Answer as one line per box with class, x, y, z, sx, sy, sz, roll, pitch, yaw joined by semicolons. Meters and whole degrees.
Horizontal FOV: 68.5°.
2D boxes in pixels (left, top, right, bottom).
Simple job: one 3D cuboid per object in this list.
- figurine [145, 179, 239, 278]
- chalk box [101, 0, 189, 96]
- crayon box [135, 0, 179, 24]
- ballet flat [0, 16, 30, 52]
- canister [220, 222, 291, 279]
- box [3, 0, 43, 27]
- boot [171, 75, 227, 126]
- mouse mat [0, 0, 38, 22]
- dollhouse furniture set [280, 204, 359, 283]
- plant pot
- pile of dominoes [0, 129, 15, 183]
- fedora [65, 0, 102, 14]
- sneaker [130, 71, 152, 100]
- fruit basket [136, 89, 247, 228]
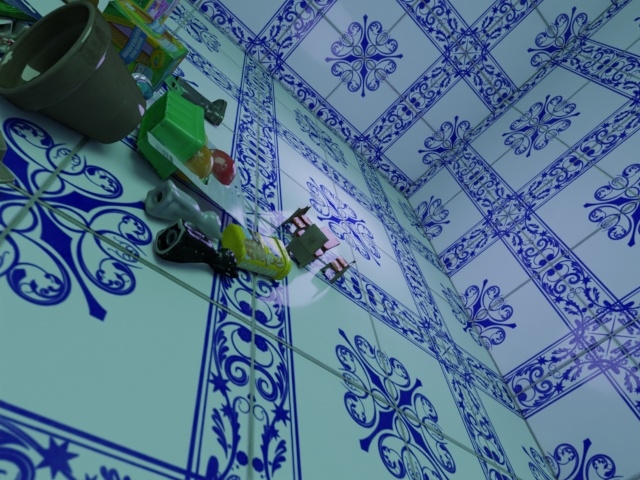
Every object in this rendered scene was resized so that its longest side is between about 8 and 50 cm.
figurine;-0.286;-0.019;1.084;0.209;0.092;0.214;35;21;-50
chalk box;-0.536;-0.562;1.441;0.289;0.179;0.180;39;22;-21
crayon box;-0.586;-0.747;1.541;0.081;0.278;0.165;45;20;-7
ballet flat;-0.708;-0.468;1.068;0.091;0.077;0.241;44;20;-6
canister;-0.169;0.030;1.226;0.170;0.073;0.126;22;31;-46
box;-0.793;-0.574;1.151;0.136;0.036;0.225;45;22;-7
boot;-0.448;-0.525;1.727;0.209;0.076;0.189;29;24;-26
mouse mat;-0.745;-0.526;1.037;0.153;0.007;0.190;30;20;8
dollhouse furniture set;0.000;0.000;1.527;0.262;0.135;0.259;49;20;6
plant pot;-0.510;-0.339;1.024;0.229;0.263;0.263;49;11;-52
pile of dominoes;-0.636;-0.159;0.728;0.251;0.040;0.196;0;50;-53
fedora;-0.796;-0.830;1.567;0.194;0.079;0.194;40;22;-19
sneaker;-0.528;-0.390;1.275;0.275;0.107;0.109;-85;156;-74
fruit basket;-0.339;-0.218;1.297;0.353;0.165;0.327;51;14;-40
